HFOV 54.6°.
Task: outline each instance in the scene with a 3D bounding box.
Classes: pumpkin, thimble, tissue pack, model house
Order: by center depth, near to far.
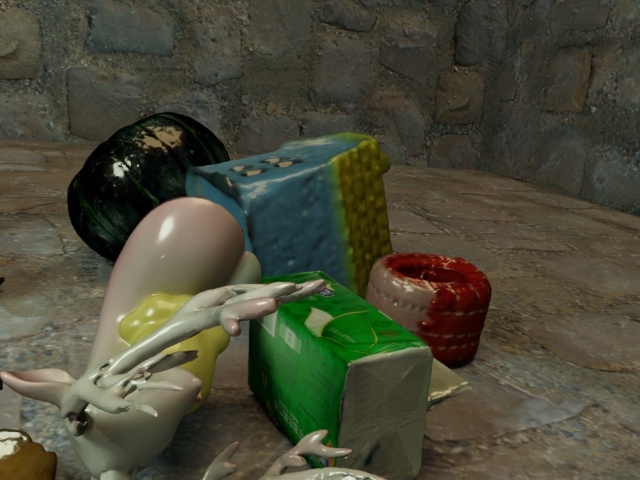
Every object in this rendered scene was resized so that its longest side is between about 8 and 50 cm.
[{"bbox_3d":[0.032,0.133,0.647,0.156,0.148,0.209,-4,18,-30],"label":"tissue pack"},{"bbox_3d":[0.152,0.097,0.894,0.163,0.125,0.189,23,21,40],"label":"thimble"},{"bbox_3d":[-0.020,-0.029,0.941,0.303,0.237,0.215,-18,21,-20],"label":"model house"},{"bbox_3d":[-0.287,-0.080,1.100,0.315,0.238,0.315,-34,2,1],"label":"pumpkin"}]

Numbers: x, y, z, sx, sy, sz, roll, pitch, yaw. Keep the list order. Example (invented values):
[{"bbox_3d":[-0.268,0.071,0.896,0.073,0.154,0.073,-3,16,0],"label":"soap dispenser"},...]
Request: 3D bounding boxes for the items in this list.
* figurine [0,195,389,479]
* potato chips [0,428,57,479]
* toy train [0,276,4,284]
[{"bbox_3d":[-0.107,0.091,0.507,0.284,0.206,0.316,-17,33,12],"label":"figurine"},{"bbox_3d":[-0.278,0.200,0.444,0.150,0.049,0.202,9,15,-10],"label":"potato chips"},{"bbox_3d":[-0.562,0.022,0.874,0.203,0.112,0.163,14,22,34],"label":"toy train"}]
